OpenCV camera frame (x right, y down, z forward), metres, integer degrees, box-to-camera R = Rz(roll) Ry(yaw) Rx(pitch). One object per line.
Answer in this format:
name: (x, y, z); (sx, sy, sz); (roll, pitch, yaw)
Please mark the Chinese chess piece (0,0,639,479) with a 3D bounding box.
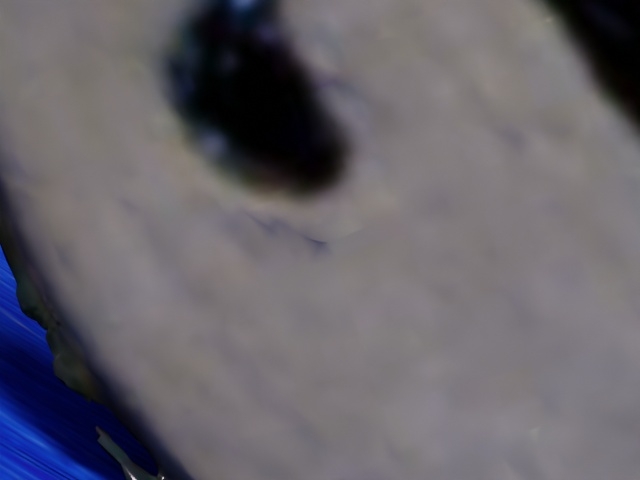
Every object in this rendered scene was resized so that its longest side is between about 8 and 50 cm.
Chinese chess piece: (0.093, -0.069, 0.392); (0.349, 0.349, 0.146); (33, 18, 7)
